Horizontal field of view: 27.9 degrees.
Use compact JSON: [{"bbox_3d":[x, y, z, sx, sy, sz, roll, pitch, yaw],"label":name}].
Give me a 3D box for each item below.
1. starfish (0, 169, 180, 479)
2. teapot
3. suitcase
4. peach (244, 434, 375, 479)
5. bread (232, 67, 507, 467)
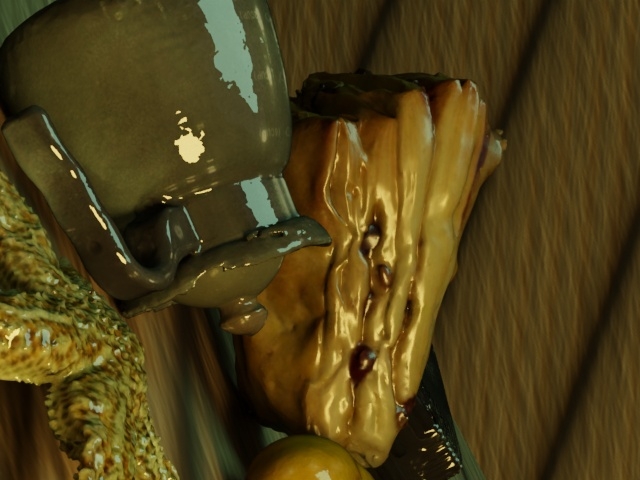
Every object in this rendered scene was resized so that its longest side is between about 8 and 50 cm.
[{"bbox_3d":[-0.156,0.061,0.737,0.357,0.078,0.347,62,10,13],"label":"starfish"},{"bbox_3d":[-0.103,-0.059,0.981,0.305,0.223,0.285,150,-82,-82],"label":"teapot"},{"bbox_3d":[0.036,0.145,1.486,0.229,0.152,0.335,57,10,-18],"label":"suitcase"},{"bbox_3d":[0.006,0.238,1.029,0.179,0.103,0.179,55,6,-9],"label":"peach"},{"bbox_3d":[0.000,0.000,1.215,0.192,0.370,0.314,18,1,-23],"label":"bread"}]
